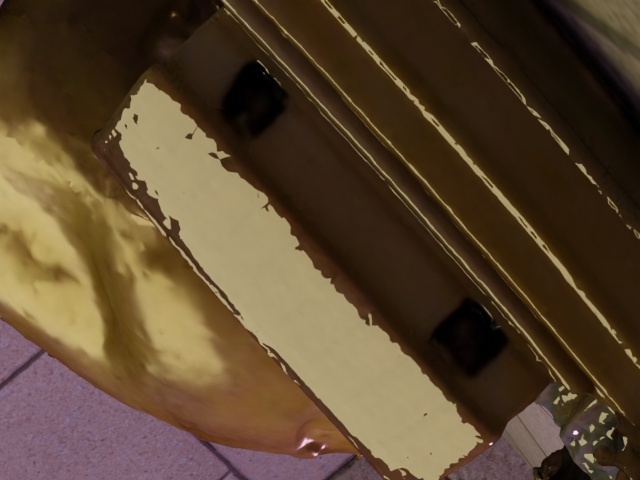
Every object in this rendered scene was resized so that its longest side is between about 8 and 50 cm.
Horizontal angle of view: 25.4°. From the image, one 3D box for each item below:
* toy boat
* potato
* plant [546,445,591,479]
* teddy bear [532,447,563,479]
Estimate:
[{"bbox_3d":[0.016,-0.037,0.547,0.445,0.162,0.136,50,-179,0],"label":"toy boat"},{"bbox_3d":[0.000,0.000,0.704,0.237,0.301,0.288,35,-145,32],"label":"potato"},{"bbox_3d":[0.217,0.194,0.667,0.274,0.146,0.149,45,-177,4],"label":"plant"},{"bbox_3d":[0.212,0.138,0.810,0.119,0.078,0.160,31,167,-33],"label":"teddy bear"}]
